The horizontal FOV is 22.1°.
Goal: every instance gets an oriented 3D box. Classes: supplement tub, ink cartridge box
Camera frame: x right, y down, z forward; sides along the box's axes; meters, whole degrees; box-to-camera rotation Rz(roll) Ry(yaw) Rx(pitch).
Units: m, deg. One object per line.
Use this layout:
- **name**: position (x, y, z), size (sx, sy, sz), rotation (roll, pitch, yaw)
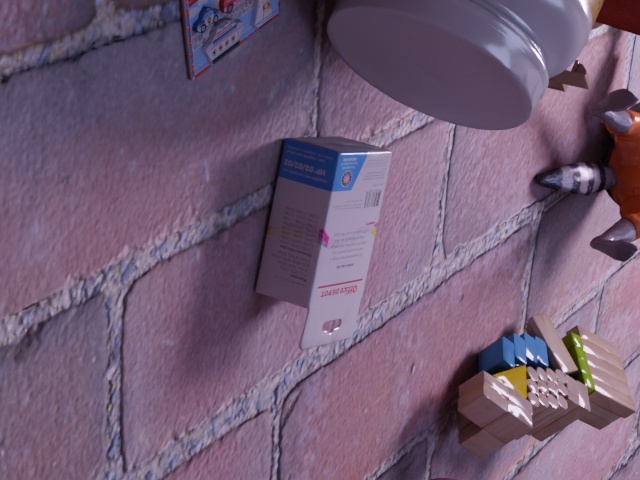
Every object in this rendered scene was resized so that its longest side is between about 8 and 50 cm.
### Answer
- **supplement tub**: position (0.156, -0.279, 1.434), size (0.316, 0.228, 0.228), rotation (-64, 151, -15)
- **ink cartridge box**: position (0.000, 0.000, 1.486), size (0.104, 0.061, 0.181), rotation (-7, 111, -60)

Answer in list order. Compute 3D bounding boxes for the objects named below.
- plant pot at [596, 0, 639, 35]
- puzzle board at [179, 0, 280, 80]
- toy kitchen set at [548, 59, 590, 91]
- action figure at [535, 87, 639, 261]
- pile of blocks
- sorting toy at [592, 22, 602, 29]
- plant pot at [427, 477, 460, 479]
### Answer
- **plant pot**: position (0.338, -0.329, 1.699), size (0.272, 0.265, 0.272), rotation (-39, 138, -47)
- **puzzle board**: position (-0.069, -0.196, 1.303), size (0.128, 0.011, 0.096), rotation (-43, 140, -42)
- **toy kitchen set**: position (0.288, -0.221, 1.881), size (0.075, 0.068, 0.083), rotation (-63, 151, -18)
- **action figure**: position (0.396, -0.137, 2.097), size (0.330, 0.178, 0.341), rotation (-14, 90, -66)
- **pile of blocks**: position (0.251, 0.184, 2.036), size (0.112, 0.149, 0.362), rotation (-38, 158, 31)
- **sorting toy**: position (0.333, -0.280, 1.922), size (0.045, 0.075, 0.083), rotation (-66, 152, -12)
- **plant pot**: position (0.124, 0.351, 1.798), size (0.180, 0.201, 0.201), rotation (-41, 141, -70)
